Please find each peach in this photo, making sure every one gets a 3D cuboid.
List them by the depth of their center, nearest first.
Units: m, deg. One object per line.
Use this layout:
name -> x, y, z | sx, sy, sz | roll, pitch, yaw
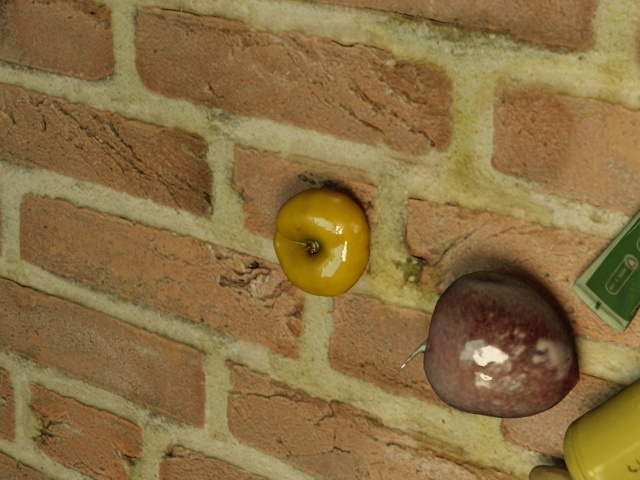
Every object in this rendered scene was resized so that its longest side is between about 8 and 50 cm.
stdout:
peach -> 0.000, 0.000, 2.173 | 0.179, 0.103, 0.179 | 13, 110, 38

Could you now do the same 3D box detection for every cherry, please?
cherry -> 0.248, 0.155, 1.976 | 0.266, 0.183, 0.213 | 15, 122, 17

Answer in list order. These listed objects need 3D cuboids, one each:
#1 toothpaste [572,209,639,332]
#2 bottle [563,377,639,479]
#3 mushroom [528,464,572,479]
toothpaste -> 0.472, -0.035, 1.825 | 0.099, 0.061, 0.392 | 45, 129, 19
bottle -> 0.501, 0.231, 1.807 | 0.351, 0.171, 0.171 | -43, 76, 37
mushroom -> 0.355, 0.485, 2.049 | 0.159, 0.122, 0.328 | 6, 112, -2
